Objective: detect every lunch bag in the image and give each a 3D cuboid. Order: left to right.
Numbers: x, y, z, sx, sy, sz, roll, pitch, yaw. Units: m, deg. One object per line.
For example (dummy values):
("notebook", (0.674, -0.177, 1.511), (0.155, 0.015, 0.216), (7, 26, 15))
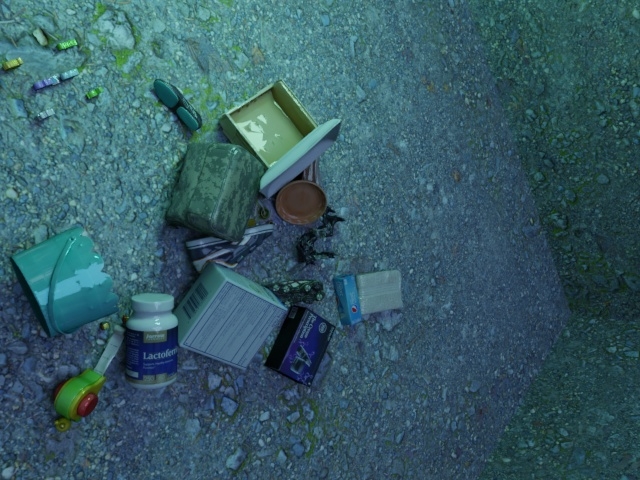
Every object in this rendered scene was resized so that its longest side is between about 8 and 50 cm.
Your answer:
("lunch bag", (-0.359, -0.168, 1.699), (0.212, 0.256, 0.305), (35, 69, -63))

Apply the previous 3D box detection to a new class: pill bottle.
("pill bottle", (-0.512, 0.301, 1.589), (0.153, 0.153, 0.265), (-3, 99, -40))

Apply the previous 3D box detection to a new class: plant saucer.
("plant saucer", (-0.075, -0.150, 2.012), (0.200, 0.200, 0.037), (44, 20, -32))

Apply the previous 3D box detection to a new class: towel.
("towel", (0.271, 0.233, 2.370), (0.282, 0.049, 0.187), (-5, 94, -40))

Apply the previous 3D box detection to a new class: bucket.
("bucket", (-0.695, 0.117, 1.420), (0.183, 0.281, 0.281), (-28, 108, -33))

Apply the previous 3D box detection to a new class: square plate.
("square plate", (-0.077, -0.281, 1.810), (0.347, 0.344, 0.049), (-40, 91, -1))

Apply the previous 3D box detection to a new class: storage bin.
("storage bin", (-0.181, -0.404, 1.868), (0.262, 0.123, 0.260), (-40, 94, -24))

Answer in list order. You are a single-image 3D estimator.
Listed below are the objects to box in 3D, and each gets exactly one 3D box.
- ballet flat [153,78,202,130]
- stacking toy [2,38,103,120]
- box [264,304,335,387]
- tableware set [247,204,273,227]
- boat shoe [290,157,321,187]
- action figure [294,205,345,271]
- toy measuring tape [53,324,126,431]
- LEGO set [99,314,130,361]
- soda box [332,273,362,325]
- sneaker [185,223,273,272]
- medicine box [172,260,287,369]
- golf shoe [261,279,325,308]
("ballet flat", (-0.466, -0.455, 1.729), (0.203, 0.074, 0.074), (49, 61, -23))
("stacking toy", (-0.752, -0.461, 1.490), (0.221, 0.052, 0.167), (-40, 115, -33))
("box", (-0.076, 0.412, 2.049), (0.184, 0.103, 0.261), (39, 67, -37))
("tableware set", (-0.240, -0.084, 1.948), (0.154, 0.024, 0.104), (14, 82, -40))
("boat shoe", (-0.074, -0.322, 2.024), (0.116, 0.123, 0.325), (-13, 98, -37))
("action figure", (0.000, 0.000, 2.080), (0.164, 0.141, 0.276), (46, 61, -44))
("toy measuring tape", (-0.676, 0.398, 1.514), (0.121, 0.121, 0.330), (35, 76, -35))
("LEGO set", (-0.572, 0.308, 1.655), (0.244, 0.060, 0.182), (53, 56, -27))
("soda box", (0.115, 0.251, 2.224), (0.067, 0.071, 0.210), (-18, 102, -38))
("sneaker", (-0.306, 0.026, 1.832), (0.321, 0.126, 0.128), (-16, 97, -28))
("medicine box", (-0.308, 0.255, 1.755), (0.289, 0.149, 0.263), (33, 93, -39))
("golf shoe", (-0.122, 0.203, 2.011), (0.272, 0.120, 0.105), (-2, 99, -18))
